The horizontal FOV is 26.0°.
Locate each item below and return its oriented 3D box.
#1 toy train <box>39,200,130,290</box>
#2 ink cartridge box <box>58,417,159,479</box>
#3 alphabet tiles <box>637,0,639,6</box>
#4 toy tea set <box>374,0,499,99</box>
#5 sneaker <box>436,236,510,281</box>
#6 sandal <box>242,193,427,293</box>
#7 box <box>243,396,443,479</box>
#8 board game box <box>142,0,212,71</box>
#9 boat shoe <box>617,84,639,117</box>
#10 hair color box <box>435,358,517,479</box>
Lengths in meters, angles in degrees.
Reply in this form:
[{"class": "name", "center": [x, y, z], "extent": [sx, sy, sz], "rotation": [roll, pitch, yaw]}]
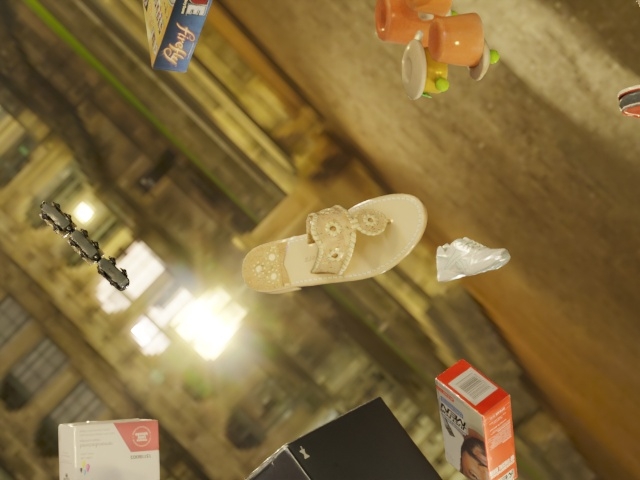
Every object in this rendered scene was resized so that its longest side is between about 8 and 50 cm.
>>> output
[{"class": "toy train", "center": [-0.281, 0.006, 1.656], "extent": [0.158, 0.027, 0.036], "rotation": [42, 165, 22]}, {"class": "ink cartridge box", "center": [-0.265, 0.328, 1.754], "extent": [0.115, 0.198, 0.067], "rotation": [-1, 176, -29]}, {"class": "alphabet tiles", "center": [0.419, -0.281, 1.473], "extent": [0.198, 0.009, 0.237], "rotation": [2, 145, 38]}, {"class": "toy tea set", "center": [0.179, -0.318, 2.007], "extent": [0.336, 0.124, 0.200], "rotation": [-109, 23, -46]}, {"class": "sneaker", "center": [0.228, 0.024, 2.130], "extent": [0.152, 0.053, 0.061], "rotation": [-15, 86, 52]}, {"class": "sandal", "center": [0.001, 0.006, 1.580], "extent": [0.079, 0.240, 0.088], "rotation": [17, -122, -59]}, {"class": "box", "center": [-0.024, 0.390, 1.869], "extent": [0.183, 0.294, 0.296], "rotation": [51, -155, 12]}, {"class": "board game box", "center": [-0.165, -0.335, 1.576], "extent": [0.042, 0.165, 0.243], "rotation": [4, -129, -21]}, {"class": "boat shoe", "center": [0.315, -0.102, 1.154], "extent": [0.137, 0.043, 0.049], "rotation": [8, 170, 4]}, {"class": "hair color box", "center": [0.204, 0.246, 1.814], "extent": [0.093, 0.053, 0.167], "rotation": [37, 151, 41]}]
